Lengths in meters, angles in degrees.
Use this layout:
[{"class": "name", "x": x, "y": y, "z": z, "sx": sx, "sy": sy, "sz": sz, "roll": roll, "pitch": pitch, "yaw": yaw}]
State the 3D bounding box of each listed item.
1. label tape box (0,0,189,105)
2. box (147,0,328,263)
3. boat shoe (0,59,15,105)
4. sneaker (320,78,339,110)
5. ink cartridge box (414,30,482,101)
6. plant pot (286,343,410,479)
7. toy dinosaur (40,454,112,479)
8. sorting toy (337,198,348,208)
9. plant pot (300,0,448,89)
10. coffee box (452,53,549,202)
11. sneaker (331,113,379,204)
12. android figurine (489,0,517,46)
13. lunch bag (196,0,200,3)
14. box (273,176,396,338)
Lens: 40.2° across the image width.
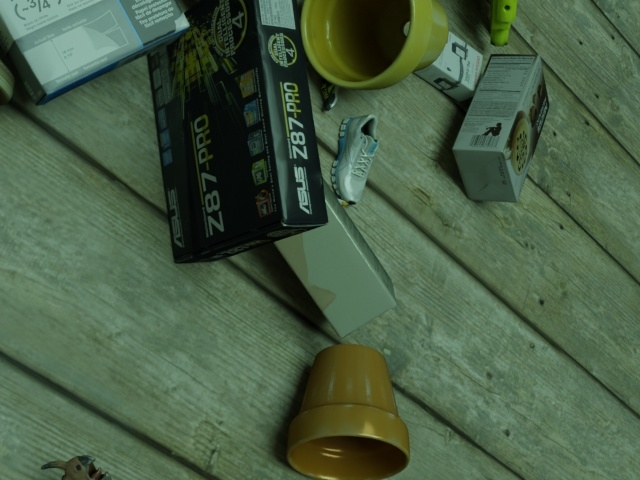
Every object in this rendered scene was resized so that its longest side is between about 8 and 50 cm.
[{"class": "label tape box", "x": -0.380, "y": -0.398, "z": 1.256, "sx": 0.241, "sy": 0.106, "sz": 0.333, "roll": -32, "pitch": 102, "yaw": -22}, {"class": "box", "x": -0.140, "y": -0.183, "z": 1.376, "sx": 0.097, "sy": 0.318, "sz": 0.394, "roll": -2, "pitch": 81, "yaw": -38}, {"class": "boat shoe", "x": -0.541, "y": -0.320, "z": 1.230, "sx": 0.302, "sy": 0.109, "sz": 0.098, "roll": 43, "pitch": 57, "yaw": -16}, {"class": "sneaker", "x": 0.014, "y": -0.291, "z": 1.720, "sx": 0.035, "sy": 0.031, "sz": 0.083, "roll": 26, "pitch": 55, "yaw": -25}, {"class": "ink cartridge box", "x": 0.286, "y": -0.392, "z": 1.940, "sx": 0.150, "sy": 0.063, "sz": 0.109, "roll": 25, "pitch": 64, "yaw": -32}, {"class": "plant pot", "x": 0.048, "y": 0.289, "z": 1.500, "sx": 0.205, "sy": 0.205, "sz": 0.188, "roll": 28, "pitch": 46, "yaw": -31}, {"class": "toy dinosaur", "x": -0.365, "y": 0.443, "z": 1.168, "sx": 0.200, "sy": 0.127, "sz": 0.295, "roll": 43, "pitch": 68, "yaw": -14}, {"class": "sorting toy", "x": 0.012, "y": -0.045, "z": 1.651, "sx": 0.083, "sy": 0.045, "sz": 0.075, "roll": 16, "pitch": 88, "yaw": -35}, {"class": "plant pot", "x": 0.128, "y": -0.422, "z": 1.719, "sx": 0.239, "sy": 0.254, "sz": 0.254, "roll": -12, "pitch": 86, "yaw": -56}, {"class": "coffee box", "x": 0.403, "y": -0.251, "z": 1.925, "sx": 0.297, "sy": 0.119, "sz": 0.168, "roll": -64, "pitch": 146, "yaw": -30}, {"class": "sneaker", "x": 0.075, "y": -0.164, "z": 1.699, "sx": 0.071, "sy": 0.083, "sz": 0.190, "roll": 18, "pitch": 69, "yaw": -36}, {"class": "android figurine", "x": 0.419, "y": -0.593, "z": 1.993, "sx": 0.248, "sy": 0.056, "sz": 0.272, "roll": -75, "pitch": 167, "yaw": -56}, {"class": "lunch bag", "x": -0.118, "y": -0.547, "z": 1.532, "sx": 0.235, "sy": 0.169, "sz": 0.287, "roll": 83, "pitch": 25, "yaw": -57}, {"class": "box", "x": 0.000, "y": 0.000, "z": 1.532, "sx": 0.311, "sy": 0.121, "sz": 0.148, "roll": 56, "pitch": 9, "yaw": -12}]
